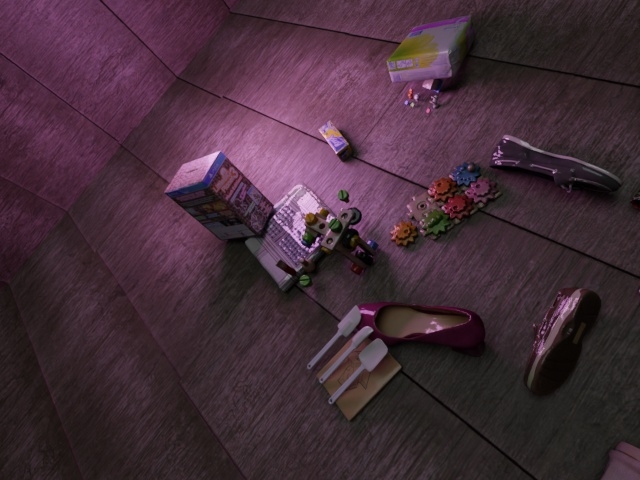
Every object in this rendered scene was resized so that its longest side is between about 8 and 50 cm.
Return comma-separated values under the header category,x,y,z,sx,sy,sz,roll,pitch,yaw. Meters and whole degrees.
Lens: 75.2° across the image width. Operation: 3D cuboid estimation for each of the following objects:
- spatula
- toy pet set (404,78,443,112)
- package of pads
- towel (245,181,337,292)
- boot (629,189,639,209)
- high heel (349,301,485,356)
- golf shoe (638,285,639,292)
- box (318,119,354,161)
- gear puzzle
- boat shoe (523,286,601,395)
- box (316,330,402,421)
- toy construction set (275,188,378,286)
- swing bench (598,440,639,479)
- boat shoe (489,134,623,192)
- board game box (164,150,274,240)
category,x,y,z,sx,sy,sz,roll,pitch,yaw
spatula,0.065,0.319,1.130,0.242,0.019,0.168,-51,52,16
toy pet set,0.375,-0.511,1.450,0.122,0.065,0.114,42,124,42
package of pads,0.391,-0.657,1.432,0.229,0.101,0.297,8,49,34
towel,-0.101,-0.029,1.457,0.312,0.056,0.324,-45,50,2
boot,0.852,-0.112,0.920,0.179,0.085,0.236,-51,45,-1
high heel,0.223,0.193,1.056,0.376,0.181,0.127,3,57,30
golf shoe,0.773,0.085,0.868,0.186,0.067,0.086,-31,51,13
box,0.058,-0.372,1.550,0.059,0.054,0.169,-36,53,9
gear puzzle,0.346,-0.104,1.239,0.338,0.044,0.176,-36,52,9
boat shoe,0.528,0.222,0.941,0.258,0.095,0.095,-56,18,-4
box,0.103,0.361,1.145,0.201,0.021,0.164,-47,51,1
toy construction set,0.000,0.000,1.232,0.308,0.237,0.258,-36,66,4
swing bench,0.571,0.522,0.688,0.254,0.165,0.253,30,82,39
boat shoe,0.603,-0.180,1.099,0.335,0.112,0.096,41,107,44
board game box,-0.357,-0.147,1.488,0.231,0.291,0.141,-6,51,39
